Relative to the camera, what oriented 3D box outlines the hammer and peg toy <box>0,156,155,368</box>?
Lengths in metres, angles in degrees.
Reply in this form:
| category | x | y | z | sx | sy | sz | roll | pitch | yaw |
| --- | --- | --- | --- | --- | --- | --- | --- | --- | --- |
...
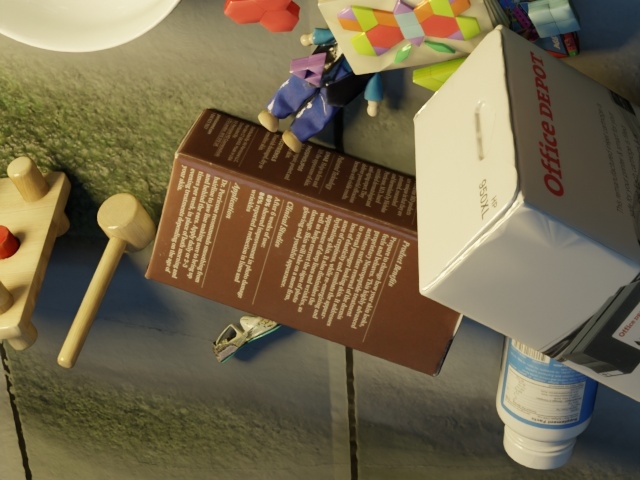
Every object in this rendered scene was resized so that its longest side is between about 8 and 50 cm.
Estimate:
| category | x | y | z | sx | sy | sz | roll | pitch | yaw |
| --- | --- | --- | --- | --- | --- | --- | --- | --- | --- |
| hammer and peg toy | -0.404 | 0.022 | 1.698 | 0.361 | 0.266 | 0.127 | -5 | 139 | 17 |

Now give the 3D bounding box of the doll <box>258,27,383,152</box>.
| category | x | y | z | sx | sy | sz | roll | pitch | yaw |
| --- | --- | --- | --- | --- | --- | --- | --- | --- | --- |
| doll | 0.018 | -0.186 | 1.600 | 0.129 | 0.046 | 0.189 | 41 | 115 | -11 |

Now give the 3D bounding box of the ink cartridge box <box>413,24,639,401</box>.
| category | x | y | z | sx | sy | sz | roll | pitch | yaw |
| --- | --- | --- | --- | --- | --- | --- | --- | --- | --- |
| ink cartridge box | 0.300 | -0.010 | 1.446 | 0.395 | 0.285 | 0.166 | 27 | 129 | -22 |

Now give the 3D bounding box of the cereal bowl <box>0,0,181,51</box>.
| category | x | y | z | sx | sy | sz | roll | pitch | yaw |
| --- | --- | --- | --- | --- | --- | --- | --- | --- | --- |
| cereal bowl | -0.273 | -0.384 | 1.488 | 0.339 | 0.141 | 0.339 | 6 | 123 | 9 |

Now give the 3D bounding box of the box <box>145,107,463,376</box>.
| category | x | y | z | sx | sy | sz | roll | pitch | yaw |
| --- | --- | --- | --- | --- | --- | --- | --- | --- | --- |
| box | 0.000 | 0.000 | 1.666 | 0.381 | 0.143 | 0.191 | 20 | 123 | 2 |

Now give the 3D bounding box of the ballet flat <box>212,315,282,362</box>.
| category | x | y | z | sx | sy | sz | roll | pitch | yaw |
| --- | --- | --- | --- | --- | --- | --- | --- | --- | --- |
| ballet flat | -0.102 | 0.123 | 1.824 | 0.114 | 0.041 | 0.041 | -33 | 109 | 27 |

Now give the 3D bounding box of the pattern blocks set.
| category | x | y | z | sx | sy | sz | roll | pitch | yaw |
| --- | --- | --- | --- | --- | --- | --- | --- | --- | --- |
| pattern blocks set | 0.095 | -0.235 | 1.451 | 0.325 | 0.026 | 0.285 | -17 | 147 | 31 |

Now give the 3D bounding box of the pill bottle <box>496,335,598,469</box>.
| category | x | y | z | sx | sy | sz | roll | pitch | yaw |
| --- | --- | --- | --- | --- | --- | --- | --- | --- | --- |
| pill bottle | 0.284 | 0.172 | 1.714 | 0.124 | 0.124 | 0.221 | 8 | 123 | 8 |

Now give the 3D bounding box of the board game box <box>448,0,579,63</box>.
| category | x | y | z | sx | sy | sz | roll | pitch | yaw |
| --- | --- | --- | --- | --- | --- | --- | --- | --- | --- |
| board game box | 0.171 | -0.269 | 1.439 | 0.145 | 0.027 | 0.281 | -7 | 151 | 20 |
